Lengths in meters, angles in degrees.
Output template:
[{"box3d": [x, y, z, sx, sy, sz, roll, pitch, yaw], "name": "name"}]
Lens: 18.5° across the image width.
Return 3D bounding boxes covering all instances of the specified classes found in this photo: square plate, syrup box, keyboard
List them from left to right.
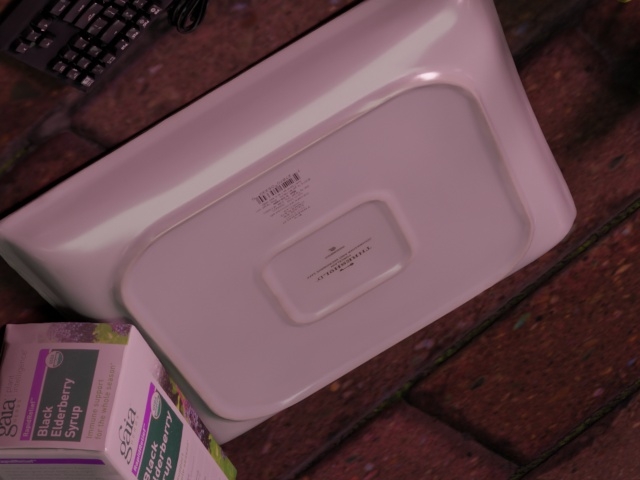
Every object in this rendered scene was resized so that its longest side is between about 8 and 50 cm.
[{"box3d": [-0.140, 0.151, 1.343, 0.096, 0.093, 0.237, -1, 149, 15], "name": "syrup box"}, {"box3d": [-0.088, -0.152, 1.088, 0.180, 0.023, 0.108, -44, 144, 20], "name": "keyboard"}, {"box3d": [0.000, 0.000, 1.325, 0.347, 0.049, 0.344, -31, 146, 1], "name": "square plate"}]

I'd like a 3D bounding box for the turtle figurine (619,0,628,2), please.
[{"box3d": [0.239, -0.142, 1.153, 0.217, 0.269, 0.087, 17, 107, -44], "name": "turtle figurine"}]
